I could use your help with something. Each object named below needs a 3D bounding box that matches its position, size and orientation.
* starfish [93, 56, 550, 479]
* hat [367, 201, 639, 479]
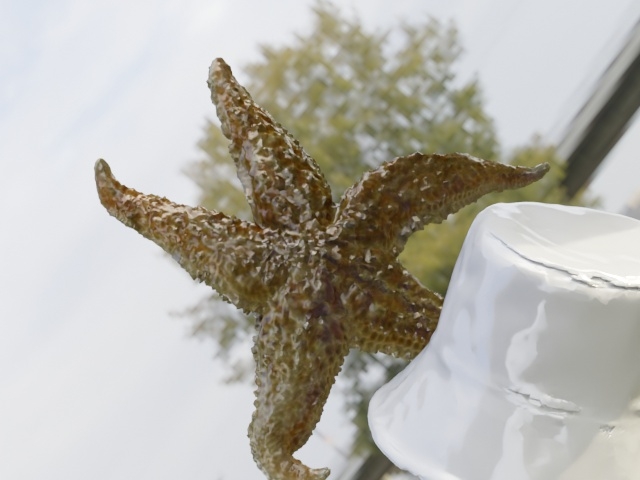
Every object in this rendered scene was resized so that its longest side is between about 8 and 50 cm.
[{"bbox_3d":[0.001,-0.001,1.142,0.299,0.302,0.060,-53,3,-15],"label":"starfish"},{"bbox_3d":[0.127,0.054,0.884,0.203,0.203,0.126,-35,-41,-61],"label":"hat"}]
